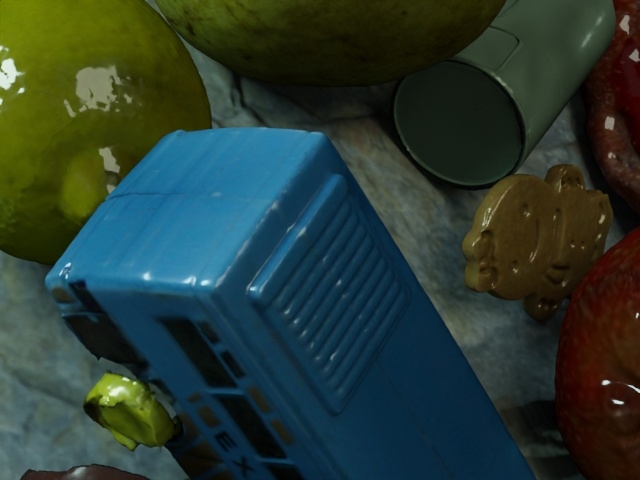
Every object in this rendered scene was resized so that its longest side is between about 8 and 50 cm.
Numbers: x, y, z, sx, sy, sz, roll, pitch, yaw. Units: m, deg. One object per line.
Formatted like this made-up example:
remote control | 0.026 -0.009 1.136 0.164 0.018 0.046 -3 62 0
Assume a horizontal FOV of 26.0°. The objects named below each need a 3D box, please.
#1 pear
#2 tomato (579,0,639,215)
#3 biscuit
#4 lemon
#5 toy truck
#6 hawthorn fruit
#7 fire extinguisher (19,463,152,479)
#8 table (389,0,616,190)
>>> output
pear | 0.006 -0.274 1.044 0.304 0.304 0.303 18 54 -28
tomato | 0.396 -0.133 1.335 0.170 0.309 0.309 39 39 -55
biscuit | 0.188 -0.003 1.162 0.184 0.027 0.133 25 84 -46
lemon | -0.168 -0.086 0.894 0.184 0.184 0.248 4 40 -35
toy truck | 0.004 0.116 0.835 0.161 0.162 0.385 -54 127 -34
hawthorn fruit | 0.323 0.091 1.104 0.275 0.275 0.299 41 37 -9
fire extinguisher | -0.159 0.281 0.715 0.135 0.114 0.337 50 39 -39
table | 0.164 -0.152 1.215 0.126 0.126 0.220 47 46 -4
